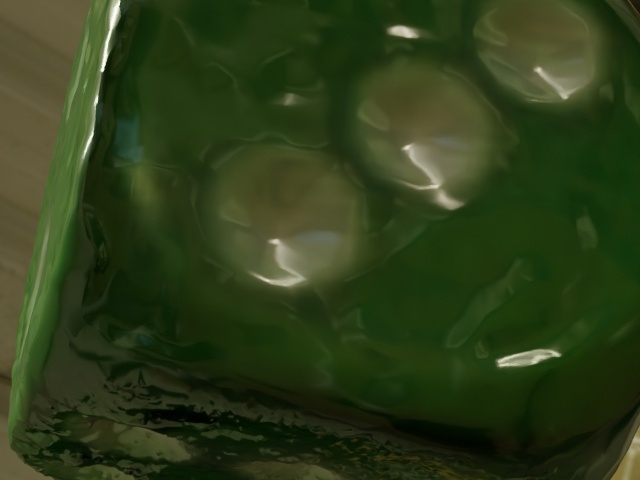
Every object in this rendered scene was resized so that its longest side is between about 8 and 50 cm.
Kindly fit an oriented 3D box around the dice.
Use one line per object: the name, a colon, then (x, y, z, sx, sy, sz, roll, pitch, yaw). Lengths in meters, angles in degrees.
dice: (0.000, 0.000, 0.841, 0.297, 0.287, 0.300, 13, -116, -16)
